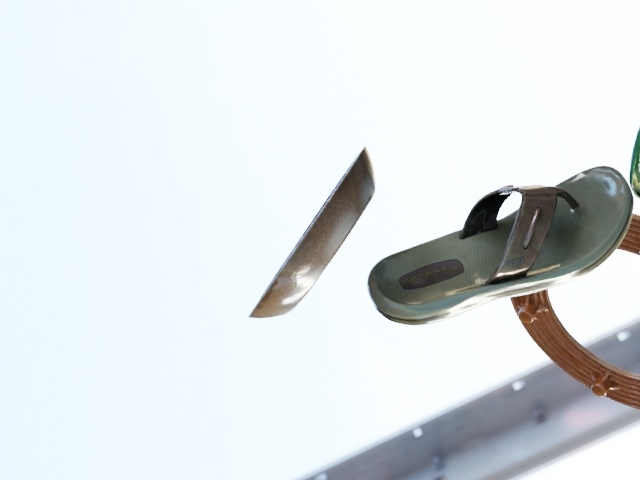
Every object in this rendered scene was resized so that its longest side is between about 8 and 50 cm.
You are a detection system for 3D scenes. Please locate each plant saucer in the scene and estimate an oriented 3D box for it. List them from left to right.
[{"bbox_3d":[0.000,0.000,1.459,0.036,0.198,0.198,34,-162,-2],"label":"plant saucer"}]

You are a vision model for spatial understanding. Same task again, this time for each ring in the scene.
[{"bbox_3d":[0.375,0.097,1.890,0.336,0.336,0.032,56,-130,-22],"label":"ring"}]

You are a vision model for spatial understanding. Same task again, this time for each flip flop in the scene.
[{"bbox_3d":[0.172,-0.006,1.461,0.112,0.277,0.080,-118,12,-47],"label":"flip flop"}]

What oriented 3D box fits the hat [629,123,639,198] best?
[{"bbox_3d":[0.381,-0.075,1.314,0.183,0.208,0.173,26,164,27],"label":"hat"}]
